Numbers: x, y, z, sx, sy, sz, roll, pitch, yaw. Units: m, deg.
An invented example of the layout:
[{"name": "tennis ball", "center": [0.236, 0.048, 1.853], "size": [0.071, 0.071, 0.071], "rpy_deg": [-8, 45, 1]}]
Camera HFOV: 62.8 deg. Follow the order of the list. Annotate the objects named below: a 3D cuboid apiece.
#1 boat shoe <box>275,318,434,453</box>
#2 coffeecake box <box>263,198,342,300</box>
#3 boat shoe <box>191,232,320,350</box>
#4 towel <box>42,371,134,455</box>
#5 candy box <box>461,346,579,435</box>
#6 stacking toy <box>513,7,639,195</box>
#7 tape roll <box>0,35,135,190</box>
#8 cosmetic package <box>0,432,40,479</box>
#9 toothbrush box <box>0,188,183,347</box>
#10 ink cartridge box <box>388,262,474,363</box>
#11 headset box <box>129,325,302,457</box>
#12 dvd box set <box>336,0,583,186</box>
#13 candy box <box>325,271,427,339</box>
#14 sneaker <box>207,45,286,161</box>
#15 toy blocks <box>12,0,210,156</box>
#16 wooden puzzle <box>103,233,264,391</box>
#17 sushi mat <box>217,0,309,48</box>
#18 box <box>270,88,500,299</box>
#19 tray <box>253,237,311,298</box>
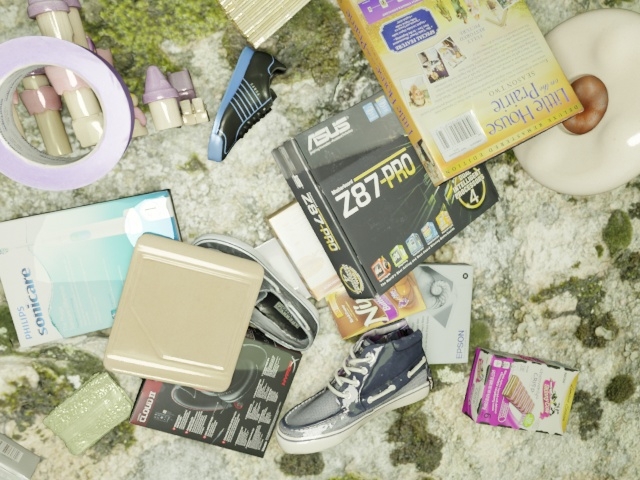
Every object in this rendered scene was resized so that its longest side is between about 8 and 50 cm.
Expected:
[{"name": "boat shoe", "center": [0.060, 0.269, 1.015], "size": [0.340, 0.127, 0.158], "rpy_deg": [-19, 113, -23]}, {"name": "coffeecake box", "center": [0.000, 0.000, 1.028], "size": [0.142, 0.068, 0.185], "rpy_deg": [-33, 101, -10]}, {"name": "boat shoe", "center": [-0.130, 0.102, 0.999], "size": [0.301, 0.102, 0.108], "rpy_deg": [42, 107, -6]}, {"name": "towel", "center": [-0.442, 0.332, 1.007], "size": [0.148, 0.027, 0.110], "rpy_deg": [-38, 101, -7]}, {"name": "candy box", "center": [0.457, 0.345, 1.198], "size": [0.233, 0.071, 0.159], "rpy_deg": [12, 92, -15]}, {"name": "stacking toy", "center": [0.677, -0.276, 1.114], "size": [0.479, 0.350, 0.351], "rpy_deg": [-5, 96, -30]}, {"name": "tape roll", "center": [-0.343, -0.164, 0.682], "size": [0.189, 0.080, 0.189], "rpy_deg": [-4, 108, -13]}, {"name": "cosmetic package", "center": [-0.639, 0.470, 0.936], "size": [0.127, 0.107, 0.238], "rpy_deg": [40, 82, -16]}, {"name": "toothbrush box", "center": [-0.394, 0.041, 0.940], "size": [0.295, 0.126, 0.216], "rpy_deg": [-14, 100, -12]}, {"name": "ink cartridge box", "center": [0.218, 0.158, 1.137], "size": [0.224, 0.045, 0.223], "rpy_deg": [0, 95, -13]}, {"name": "headset box", "center": [-0.213, 0.262, 1.012], "size": [0.293, 0.110, 0.218], "rpy_deg": [20, 90, -14]}, {"name": "dvd box set", "center": [0.248, -0.350, 0.957], "size": [0.307, 0.062, 0.420], "rpy_deg": [-28, 88, -9]}, {"name": "candy box", "center": [0.111, 0.120, 1.079], "size": [0.186, 0.053, 0.109], "rpy_deg": [-21, 95, 6]}, {"name": "sneaker", "center": [-0.140, -0.249, 0.998], "size": [0.090, 0.081, 0.232], "rpy_deg": [21, 89, -7]}, {"name": "toy blocks", "center": [-0.362, -0.286, 0.835], "size": [0.309, 0.288, 0.260], "rpy_deg": [-15, 104, -8]}, {"name": "wooden puzzle", "center": [-0.234, 0.127, 0.909], "size": [0.221, 0.044, 0.239], "rpy_deg": [16, 92, -16]}, {"name": "sushi mat", "center": [-0.049, -0.513, 0.971], "size": [0.316, 0.019, 0.151], "rpy_deg": [-40, 85, 6]}, {"name": "box", "center": [0.144, -0.122, 1.011], "size": [0.395, 0.097, 0.318], "rpy_deg": [-33, 99, -28]}, {"name": "tray", "center": [0.000, 0.021, 1.082], "size": [0.270, 0.030, 0.145], "rpy_deg": [-29, 100, -9]}]
